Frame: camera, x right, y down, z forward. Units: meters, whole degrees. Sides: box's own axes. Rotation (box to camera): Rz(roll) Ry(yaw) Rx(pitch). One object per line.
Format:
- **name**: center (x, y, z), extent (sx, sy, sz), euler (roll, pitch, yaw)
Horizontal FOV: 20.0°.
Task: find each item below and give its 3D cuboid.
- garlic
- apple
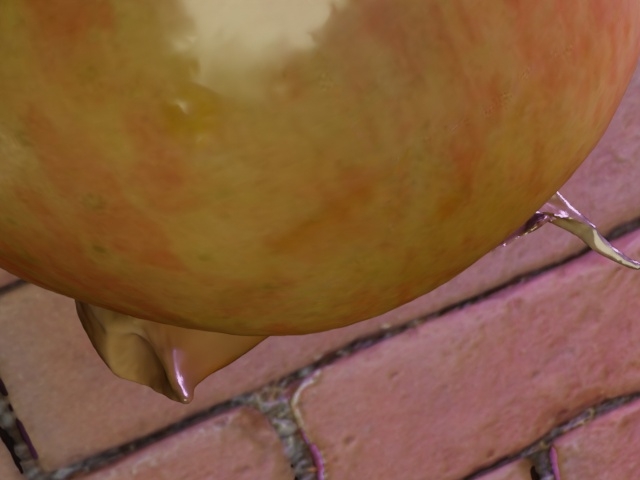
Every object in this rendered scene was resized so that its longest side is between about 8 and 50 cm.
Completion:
- **garlic**: center (0.003, -0.013, 1.065), extent (0.338, 0.196, 0.151), euler (-14, 152, -31)
- **apple**: center (-0.048, -0.143, 0.802), extent (0.391, 0.391, 0.346), euler (-27, 129, -4)
